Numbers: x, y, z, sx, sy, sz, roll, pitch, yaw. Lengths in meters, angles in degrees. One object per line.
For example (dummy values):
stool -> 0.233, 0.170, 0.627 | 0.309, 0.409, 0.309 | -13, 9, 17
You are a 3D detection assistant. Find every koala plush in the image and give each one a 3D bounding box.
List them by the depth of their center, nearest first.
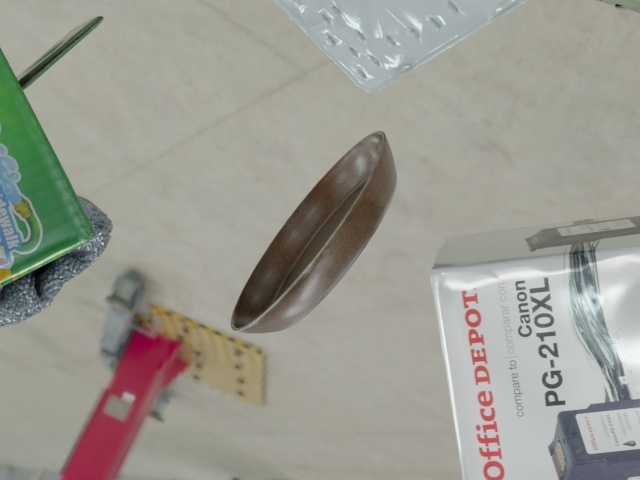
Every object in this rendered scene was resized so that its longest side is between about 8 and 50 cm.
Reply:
koala plush -> -0.381, -0.031, 1.325 | 0.196, 0.203, 0.221 | 18, 148, 32

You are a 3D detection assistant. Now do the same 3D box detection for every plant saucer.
plant saucer -> 0.000, 0.000, 0.823 | 0.029, 0.168, 0.168 | 37, 157, -12

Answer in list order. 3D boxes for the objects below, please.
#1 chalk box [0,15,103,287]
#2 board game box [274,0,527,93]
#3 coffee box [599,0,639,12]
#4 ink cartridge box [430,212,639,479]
chalk box -> -0.249, -0.046, 0.684 | 0.179, 0.289, 0.180 | 66, 164, -12
board game box -> -0.021, -0.299, 0.894 | 0.390, 0.050, 0.390 | 45, 164, -9
coffee box -> 0.148, -0.209, 0.586 | 0.040, 0.184, 0.113 | 0, -179, 37
ink cartridge box -> 0.203, 0.075, 0.803 | 0.237, 0.172, 0.100 | -7, -169, 15
